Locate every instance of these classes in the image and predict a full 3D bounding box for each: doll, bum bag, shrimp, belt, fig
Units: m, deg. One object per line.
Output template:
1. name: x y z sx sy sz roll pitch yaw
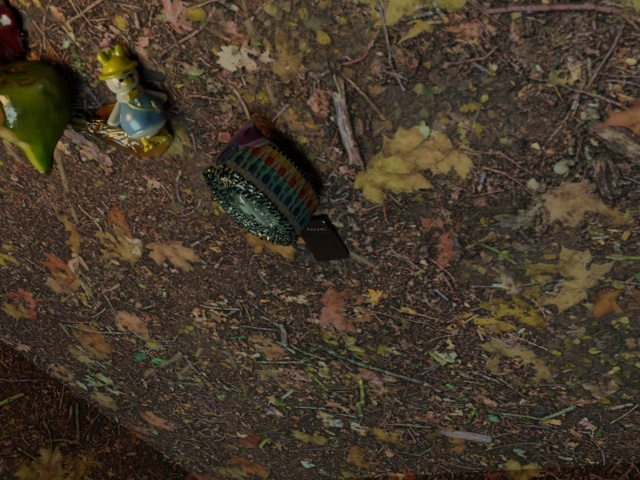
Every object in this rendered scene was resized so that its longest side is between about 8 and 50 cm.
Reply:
1. doll: -0.428 -0.323 1.485 0.135 0.098 0.241 -20 116 7
2. bum bag: 0.000 0.000 1.726 0.109 0.026 0.159 -10 131 31
3. shrimp: -0.503 -0.290 1.605 0.288 0.062 0.152 16 138 3
4. belt: -0.136 -0.132 1.547 0.295 0.160 0.207 46 152 -24
5. fig: -0.694 -0.286 1.570 0.206 0.206 0.274 9 130 15

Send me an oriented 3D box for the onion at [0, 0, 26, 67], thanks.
1. onion: -0.846 -0.487 1.482 0.280 0.146 0.314 -20 121 33
